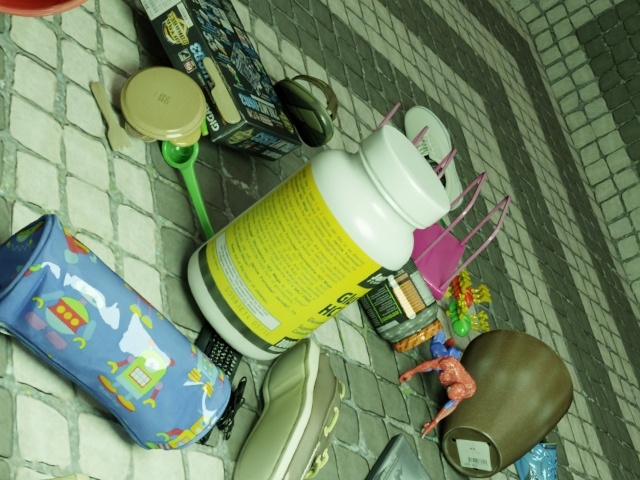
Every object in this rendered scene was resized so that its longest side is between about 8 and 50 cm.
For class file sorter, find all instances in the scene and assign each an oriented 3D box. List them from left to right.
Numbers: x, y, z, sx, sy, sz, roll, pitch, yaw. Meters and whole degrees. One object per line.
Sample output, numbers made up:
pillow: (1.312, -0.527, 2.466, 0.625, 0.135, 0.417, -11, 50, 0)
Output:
file sorter: (0.180, -0.082, 1.946, 0.290, 0.182, 0.202, 39, 32, -2)

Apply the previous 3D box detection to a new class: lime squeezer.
lime squeezer: (-0.203, -0.142, 1.584, 0.110, 0.059, 0.310, 77, 1, -53)

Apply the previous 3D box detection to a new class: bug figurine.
bug figurine: (0.227, 0.079, 2.087, 0.279, 0.072, 0.216, 39, 25, -27)

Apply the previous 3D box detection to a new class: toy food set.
toy food set: (-0.224, -0.188, 1.518, 0.192, 0.038, 0.132, -16, 70, -24)

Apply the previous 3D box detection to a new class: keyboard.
keyboard: (-0.128, 0.180, 1.375, 0.100, 0.038, 0.192, 51, 27, -18)

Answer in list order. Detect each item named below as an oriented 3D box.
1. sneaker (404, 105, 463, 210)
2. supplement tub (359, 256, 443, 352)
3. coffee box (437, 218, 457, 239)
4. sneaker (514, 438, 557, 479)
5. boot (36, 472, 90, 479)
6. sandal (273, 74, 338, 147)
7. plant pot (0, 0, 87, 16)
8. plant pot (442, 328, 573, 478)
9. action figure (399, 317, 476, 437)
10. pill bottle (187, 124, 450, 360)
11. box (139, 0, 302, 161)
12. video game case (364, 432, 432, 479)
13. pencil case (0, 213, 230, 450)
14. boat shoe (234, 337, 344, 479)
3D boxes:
sneaker: (0.251, -0.192, 2.398, 0.091, 0.094, 0.258, 12, 53, -63)
supplement tub: (0.126, 0.090, 1.841, 0.190, 0.117, 0.117, 61, 25, 2)
coffee box: (0.225, -0.028, 2.237, 0.184, 0.040, 0.113, 52, 26, -16)
sneaker: (0.428, 0.442, 2.062, 0.069, 0.082, 0.209, 15, 51, -59)
boot: (-0.206, 0.325, 1.015, 0.262, 0.095, 0.203, 16, 47, -50)
sandal: (-0.020, -0.244, 1.852, 0.120, 0.086, 0.303, 64, -1, -18)
plant pot: (-0.367, -0.455, 1.385, 0.275, 0.275, 0.243, 49, 19, -22)
plant pot: (0.307, 0.306, 1.876, 0.215, 0.215, 0.230, 56, 39, -8)
action figure: (0.191, 0.236, 1.859, 0.091, 0.139, 0.280, 51, 4, -12)
pill bottle: (0.000, 0.000, 1.429, 0.188, 0.334, 0.188, 45, 21, -22)
box: (-0.158, -0.280, 1.713, 0.293, 0.073, 0.295, 64, 14, 8)
video game case: (0.162, 0.452, 1.629, 0.274, 0.026, 0.196, 59, 25, -3)
pencil case: (-0.236, 0.108, 1.156, 0.306, 0.119, 0.133, 46, 71, -27)
boat shoe: (-0.030, 0.250, 1.393, 0.097, 0.116, 0.324, 49, 22, -16)
